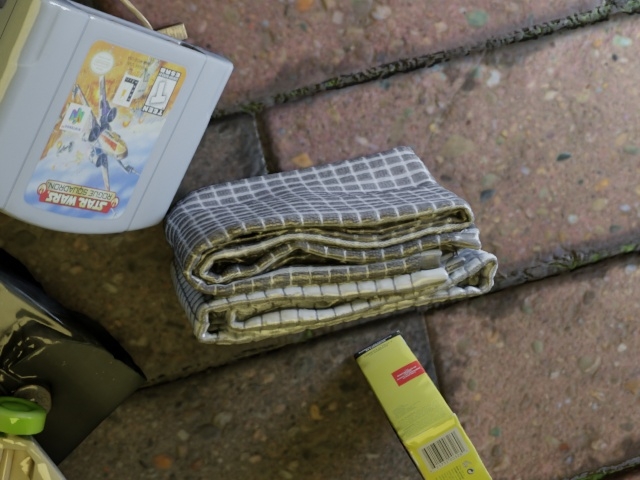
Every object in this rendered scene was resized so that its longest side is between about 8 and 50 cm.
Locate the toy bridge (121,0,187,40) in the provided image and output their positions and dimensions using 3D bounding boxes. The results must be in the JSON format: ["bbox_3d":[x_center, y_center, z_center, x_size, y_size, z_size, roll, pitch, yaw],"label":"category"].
[{"bbox_3d":[-0.179,-0.272,1.500,0.063,0.026,0.188,-17,108,-6],"label":"toy bridge"}]

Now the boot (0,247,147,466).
[{"bbox_3d":[-0.332,0.275,1.571,0.367,0.146,0.445,42,83,-31],"label":"boot"}]

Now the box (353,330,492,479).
[{"bbox_3d":[0.096,0.170,1.573,0.058,0.232,0.087,-30,108,0],"label":"box"}]

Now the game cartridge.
[{"bbox_3d":[-0.206,-0.104,1.431,0.297,0.062,0.198,10,104,-59],"label":"game cartridge"}]

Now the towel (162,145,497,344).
[{"bbox_3d":[0.000,0.000,1.507,0.284,0.235,0.121,-10,102,-10],"label":"towel"}]

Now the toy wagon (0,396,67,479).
[{"bbox_3d":[-0.393,0.260,1.430,0.344,0.068,0.267,9,99,-19],"label":"toy wagon"}]
